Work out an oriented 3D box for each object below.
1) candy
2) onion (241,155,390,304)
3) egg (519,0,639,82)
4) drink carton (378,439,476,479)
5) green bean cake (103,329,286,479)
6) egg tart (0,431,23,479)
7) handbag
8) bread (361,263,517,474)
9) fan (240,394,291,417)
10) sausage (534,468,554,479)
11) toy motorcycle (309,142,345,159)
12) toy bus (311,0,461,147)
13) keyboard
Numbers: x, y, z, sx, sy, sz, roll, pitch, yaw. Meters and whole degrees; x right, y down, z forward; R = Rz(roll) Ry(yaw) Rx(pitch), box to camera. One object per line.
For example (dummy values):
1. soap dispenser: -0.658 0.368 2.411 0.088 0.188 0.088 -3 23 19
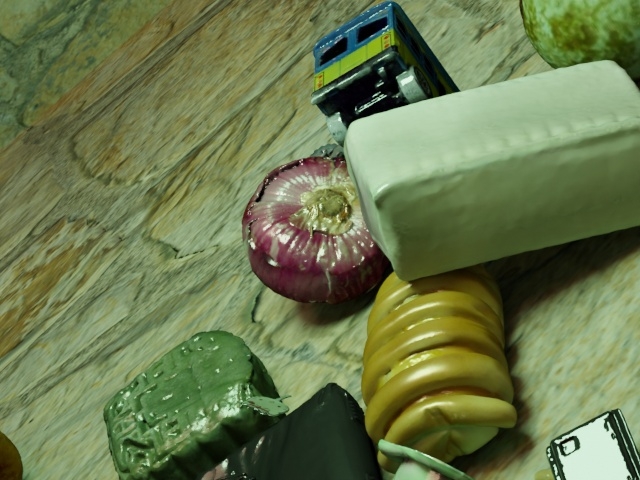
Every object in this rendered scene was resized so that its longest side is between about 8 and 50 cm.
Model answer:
1. candy: 0.217 -0.084 1.478 0.359 0.145 0.208 -14 29 2
2. onion: 0.000 0.000 1.747 0.230 0.163 0.230 5 51 -6
3. egg: 0.388 -0.333 1.657 0.238 0.238 0.289 -19 22 33
4. drink carton: 0.104 0.292 1.212 0.142 0.146 0.144 -60 16 -13
5. green bean cake: -0.163 0.233 1.638 0.227 0.125 0.222 -34 29 1
6. egg tart: -0.557 0.346 1.873 0.171 0.215 0.215 10 55 42
7. handbag: -0.034 0.309 1.409 0.244 0.088 0.275 -35 31 11
8. bread: 0.126 0.125 1.440 0.173 0.121 0.311 -29 28 19
9. fan: -0.058 0.199 1.527 0.056 0.004 0.083 17 15 29
10. sausage: 0.266 0.235 1.218 0.132 0.024 0.024 -8 42 45
11. toy motorcycle: 0.041 -0.080 1.878 0.118 0.084 0.212 -48 42 -17
12. toy bus: 0.118 -0.151 1.663 0.138 0.287 0.175 -29 31 20
13. keyboard: 0.269 0.259 1.146 0.094 0.025 0.230 -33 38 20
